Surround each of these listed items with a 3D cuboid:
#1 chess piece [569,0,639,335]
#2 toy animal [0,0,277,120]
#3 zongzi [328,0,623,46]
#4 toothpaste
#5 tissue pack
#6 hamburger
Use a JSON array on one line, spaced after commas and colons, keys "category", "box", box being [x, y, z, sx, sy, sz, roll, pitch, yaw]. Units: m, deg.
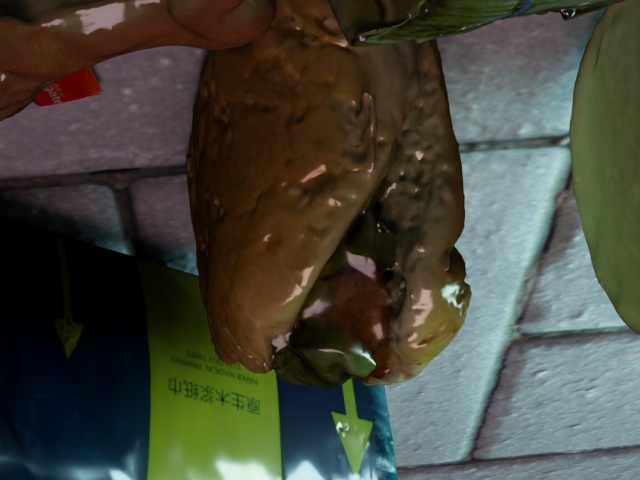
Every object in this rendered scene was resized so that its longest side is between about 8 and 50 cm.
[{"category": "chess piece", "box": [0.401, -0.059, 0.767, 0.442, 0.234, 0.234, -5, 150, -9]}, {"category": "toy animal", "box": [-0.124, -0.132, 0.676, 0.312, 0.097, 0.157, -13, 161, 6]}, {"category": "zongzi", "box": [0.146, -0.208, 0.574, 0.274, 0.125, 0.251, -9, 151, -25]}, {"category": "toothpaste", "box": [-0.235, -0.085, 0.778, 0.190, 0.031, 0.048, -12, 149, 3]}, {"category": "tissue pack", "box": [-0.166, 0.166, 1.001, 0.416, 0.253, 0.264, 19, 141, -39]}, {"category": "hamburger", "box": [0.002, 0.002, 0.801, 0.162, 0.209, 0.330, -1, 147, -12]}]
